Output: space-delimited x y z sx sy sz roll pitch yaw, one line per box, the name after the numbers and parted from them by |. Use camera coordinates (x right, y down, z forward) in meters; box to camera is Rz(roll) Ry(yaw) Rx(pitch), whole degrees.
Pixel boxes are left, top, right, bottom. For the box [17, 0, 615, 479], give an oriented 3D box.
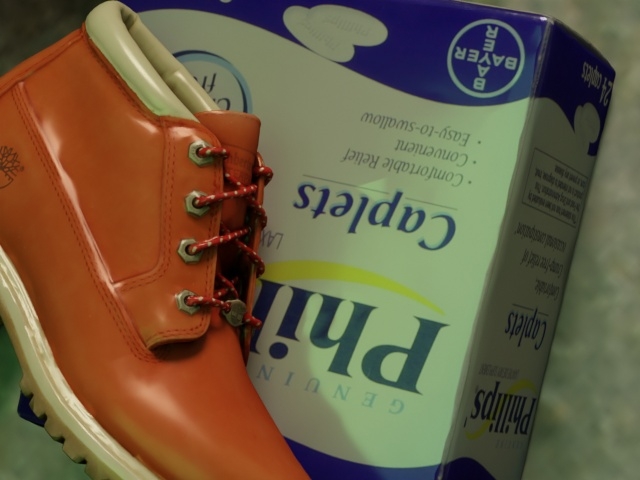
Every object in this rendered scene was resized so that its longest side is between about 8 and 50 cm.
0.000 0.000 0.548 0.126 0.072 0.137 12 89 21 | box

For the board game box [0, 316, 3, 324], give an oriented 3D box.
-0.275 0.019 0.649 0.316 0.064 0.242 -42 72 11 | board game box

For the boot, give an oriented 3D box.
-0.036 0.012 0.492 0.084 0.059 0.158 -40 70 7 | boot
